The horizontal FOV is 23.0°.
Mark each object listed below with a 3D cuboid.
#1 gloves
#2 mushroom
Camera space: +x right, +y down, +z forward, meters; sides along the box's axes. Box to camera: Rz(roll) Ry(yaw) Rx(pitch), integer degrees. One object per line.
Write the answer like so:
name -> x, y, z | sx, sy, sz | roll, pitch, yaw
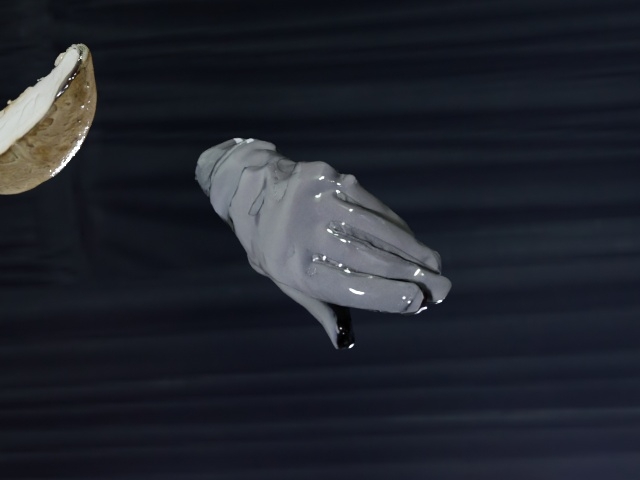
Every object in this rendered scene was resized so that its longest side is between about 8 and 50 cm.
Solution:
gloves -> -0.010, -0.002, 1.384 | 0.119, 0.285, 0.142 | 1, 112, -51
mushroom -> -0.298, -0.113, 1.649 | 0.094, 0.210, 0.072 | 33, 24, -54
